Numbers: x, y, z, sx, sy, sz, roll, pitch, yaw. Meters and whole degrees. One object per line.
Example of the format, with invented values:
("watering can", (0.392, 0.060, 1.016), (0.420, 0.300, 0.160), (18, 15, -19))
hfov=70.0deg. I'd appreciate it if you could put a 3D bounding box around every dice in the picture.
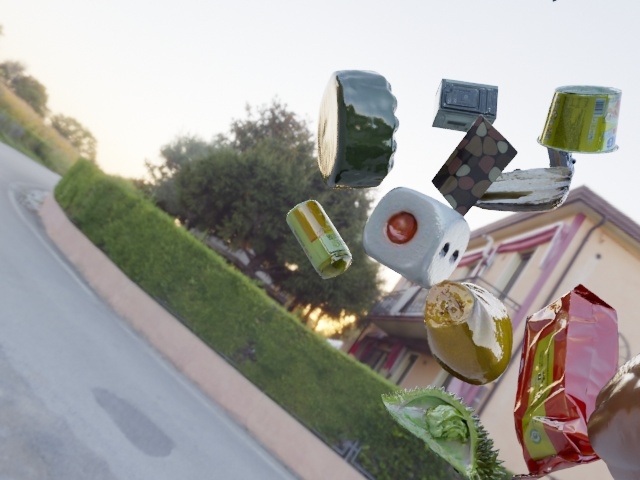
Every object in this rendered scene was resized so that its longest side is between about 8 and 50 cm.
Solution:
("dice", (0.229, -0.006, 1.100), (0.193, 0.194, 0.192), (30, 1, 37))

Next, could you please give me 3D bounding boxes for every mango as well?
("mango", (0.273, 0.170, 0.839), (0.144, 0.187, 0.359), (-17, -15, 24))

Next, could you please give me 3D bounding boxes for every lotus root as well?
("lotus root", (0.536, -0.127, 1.292), (0.329, 0.167, 0.078), (7, -44, 50))

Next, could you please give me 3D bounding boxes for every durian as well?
("durian", (0.326, 0.498, 1.168), (0.355, 0.169, 0.157), (30, -43, 55))

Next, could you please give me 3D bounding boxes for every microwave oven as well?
("microwave oven", (0.526, -0.486, 1.664), (0.208, 0.162, 0.122), (9, -19, 4))

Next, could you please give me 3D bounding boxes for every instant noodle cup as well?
("instant noodle cup", (0.698, -0.328, 1.222), (0.205, 0.205, 0.153), (26, -50, 43))

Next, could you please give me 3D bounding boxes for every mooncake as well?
("mooncake", (0.110, -0.334, 1.389), (0.194, 0.356, 0.356), (-1, -3, -14))

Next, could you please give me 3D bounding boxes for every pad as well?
("pad", (0.401, -0.193, 1.219), (0.003, 0.235, 0.158), (-2, 49, -37))

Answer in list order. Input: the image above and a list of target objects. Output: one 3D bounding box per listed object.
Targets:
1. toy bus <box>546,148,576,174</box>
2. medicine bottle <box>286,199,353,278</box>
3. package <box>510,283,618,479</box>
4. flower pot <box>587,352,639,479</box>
("toy bus", (0.810, -0.283, 1.538), (0.075, 0.064, 0.190), (10, -33, 41))
("medicine bottle", (0.000, 0.000, 1.367), (0.239, 0.124, 0.124), (57, -3, 22))
("package", (0.521, 0.307, 0.984), (0.123, 0.424, 0.196), (23, -34, 4))
("flower pot", (0.381, 0.199, 0.465), (0.190, 0.191, 0.173), (33, -24, 17))
